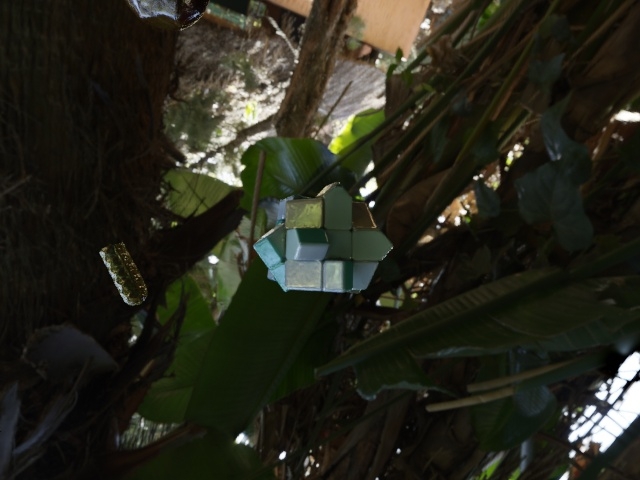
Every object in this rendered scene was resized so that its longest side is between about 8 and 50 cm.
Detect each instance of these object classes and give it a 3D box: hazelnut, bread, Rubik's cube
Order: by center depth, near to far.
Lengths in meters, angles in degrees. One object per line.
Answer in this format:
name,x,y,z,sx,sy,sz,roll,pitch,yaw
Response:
Rubik's cube,0.000,0.000,0.925,0.264,0.225,0.213,9,177,-18
hazelnut,-0.405,-0.658,1.169,0.233,0.218,0.218,35,-166,-23
bread,-0.793,0.139,1.844,0.270,0.087,0.098,63,-160,0
